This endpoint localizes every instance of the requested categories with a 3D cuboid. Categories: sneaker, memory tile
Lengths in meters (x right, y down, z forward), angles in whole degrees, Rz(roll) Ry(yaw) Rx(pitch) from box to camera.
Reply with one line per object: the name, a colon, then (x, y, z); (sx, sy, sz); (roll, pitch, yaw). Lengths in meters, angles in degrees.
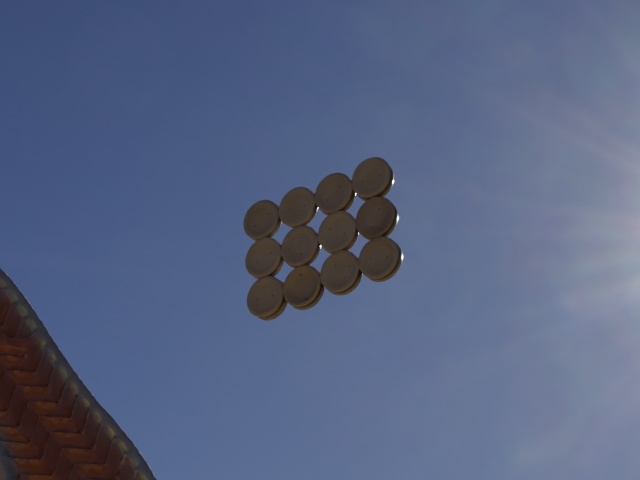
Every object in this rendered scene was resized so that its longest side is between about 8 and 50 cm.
sneaker: (-0.190, 0.154, 0.884); (0.302, 0.108, 0.121); (58, -33, 16)
memory tile: (0.000, 0.000, 1.129); (0.148, 0.113, 0.012); (-19, -31, 25)
